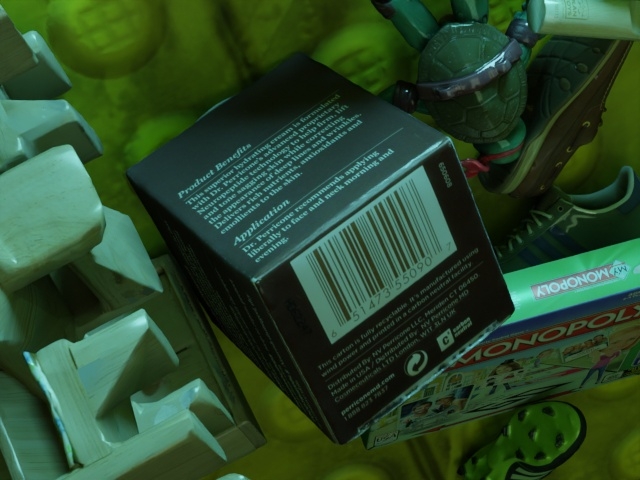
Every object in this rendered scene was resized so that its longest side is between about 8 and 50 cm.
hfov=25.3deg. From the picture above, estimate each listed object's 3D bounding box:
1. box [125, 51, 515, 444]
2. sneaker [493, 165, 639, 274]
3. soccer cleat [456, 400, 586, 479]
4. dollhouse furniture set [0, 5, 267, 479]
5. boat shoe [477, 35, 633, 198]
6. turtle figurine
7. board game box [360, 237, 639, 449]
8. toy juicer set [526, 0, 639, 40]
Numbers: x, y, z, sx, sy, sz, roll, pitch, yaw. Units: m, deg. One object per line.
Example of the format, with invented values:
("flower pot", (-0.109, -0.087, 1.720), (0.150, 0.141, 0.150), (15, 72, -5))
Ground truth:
("box", (0.000, 0.000, 1.022), (0.168, 0.203, 0.167), (-36, 128, -13))
("sneaker", (0.190, -0.007, 1.197), (0.192, 0.064, 0.086), (-16, 111, -3))
("soccer cleat", (0.194, 0.190, 1.299), (0.072, 0.060, 0.179), (-2, 153, -31))
("dollhouse furniture set", (-0.219, 0.078, 0.941), (0.256, 0.362, 0.394), (-28, 156, -2))
("boat shoe", (0.194, -0.107, 1.130), (0.060, 0.064, 0.178), (14, 123, -32))
("turtle figurine", (0.104, -0.137, 1.049), (0.175, 0.118, 0.234), (-28, 119, -6))
("board game box", (0.188, 0.081, 1.201), (0.317, 0.046, 0.213), (-14, 154, -9))
("toy juicer set", (0.202, -0.254, 0.958), (0.209, 0.089, 0.329), (-20, 111, -14))
